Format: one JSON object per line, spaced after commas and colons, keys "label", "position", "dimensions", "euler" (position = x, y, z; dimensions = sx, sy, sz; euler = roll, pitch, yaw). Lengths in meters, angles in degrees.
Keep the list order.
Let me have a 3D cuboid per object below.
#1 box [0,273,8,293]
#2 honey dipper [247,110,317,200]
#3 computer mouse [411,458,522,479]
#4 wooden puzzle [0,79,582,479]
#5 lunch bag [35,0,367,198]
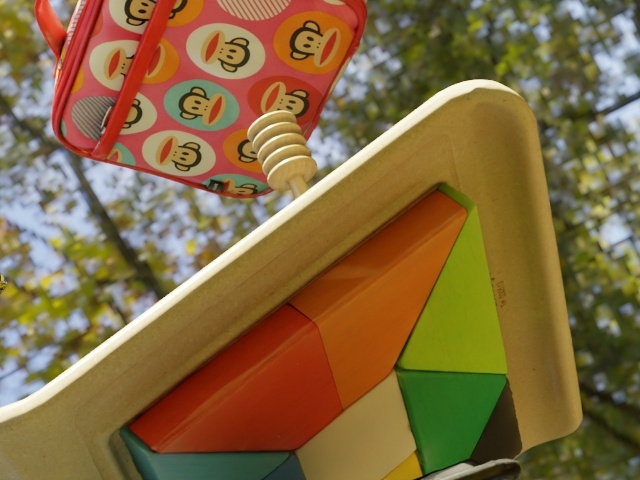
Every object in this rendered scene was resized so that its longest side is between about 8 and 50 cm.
{"label": "box", "position": [-0.416, 0.062, 1.737], "dimensions": [0.169, 0.059, 0.054], "euler": [-19, -114, -50]}
{"label": "honey dipper", "position": [0.000, 0.000, 0.910], "dimensions": [0.030, 0.030, 0.161], "euler": [15, -135, -52]}
{"label": "computer mouse", "position": [-0.022, 0.125, 0.497], "dimensions": [0.262, 0.184, 0.060], "euler": [68, 179, -82]}
{"label": "wooden puzzle", "position": [0.004, 0.078, 0.652], "dimensions": [0.044, 0.238, 0.221], "euler": [42, 159, 41]}
{"label": "lunch bag", "position": [-0.113, -0.176, 1.400], "dimensions": [0.258, 0.293, 0.120], "euler": [16, -130, -13]}
